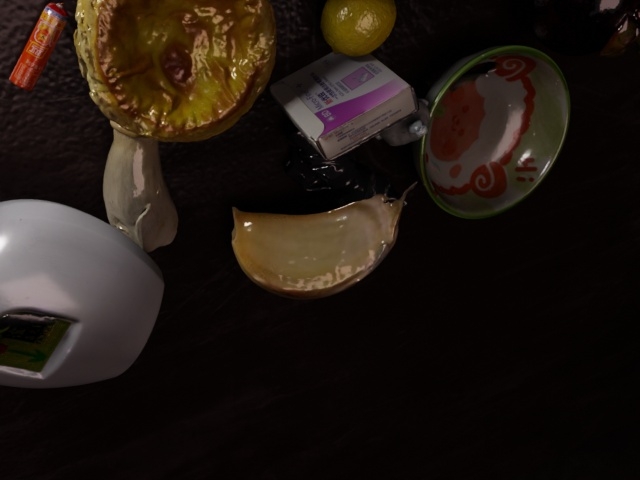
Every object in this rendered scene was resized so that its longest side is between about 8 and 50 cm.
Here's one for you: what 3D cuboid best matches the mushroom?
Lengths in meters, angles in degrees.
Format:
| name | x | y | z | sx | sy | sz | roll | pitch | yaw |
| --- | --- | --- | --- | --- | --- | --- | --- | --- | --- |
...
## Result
| name | x | y | z | sx | sy | sz | roll | pitch | yaw |
| --- | --- | --- | --- | --- | --- | --- | --- | --- | --- |
| mushroom | -0.285 | -0.087 | 1.050 | 0.108 | 0.096 | 0.246 | 1 | 122 | -2 |

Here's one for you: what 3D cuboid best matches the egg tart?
| name | x | y | z | sx | sy | sz | roll | pitch | yaw |
| --- | --- | --- | --- | --- | --- | --- | --- | --- | --- |
| egg tart | -0.201 | -0.276 | 0.937 | 0.295 | 0.116 | 0.294 | -17 | 125 | -27 |

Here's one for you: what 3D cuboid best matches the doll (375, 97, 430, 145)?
| name | x | y | z | sx | sy | sz | roll | pitch | yaw |
| --- | --- | --- | --- | --- | --- | --- | --- | --- | --- |
| doll | 0.125 | -0.200 | 1.098 | 0.102 | 0.227 | 0.075 | -39 | 116 | -1 |

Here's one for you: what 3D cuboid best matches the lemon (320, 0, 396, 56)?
| name | x | y | z | sx | sy | sz | roll | pitch | yaw |
| --- | --- | --- | --- | --- | --- | --- | --- | --- | --- |
| lemon | 0.060 | -0.344 | 1.036 | 0.109 | 0.109 | 0.133 | 29 | 112 | -39 |

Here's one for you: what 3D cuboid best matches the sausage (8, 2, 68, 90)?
| name | x | y | z | sx | sy | sz | roll | pitch | yaw |
| --- | --- | --- | --- | --- | --- | --- | --- | --- | --- |
| sausage | -0.378 | -0.266 | 0.910 | 0.034 | 0.034 | 0.129 | 23 | 110 | -38 |

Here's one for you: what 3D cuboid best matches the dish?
| name | x | y | z | sx | sy | sz | roll | pitch | yaw |
| --- | --- | --- | --- | --- | --- | --- | --- | --- | --- |
| dish | 0.295 | -0.211 | 1.252 | 0.324 | 0.124 | 0.324 | -12 | 120 | -21 |

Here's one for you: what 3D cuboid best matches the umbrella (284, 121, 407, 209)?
| name | x | y | z | sx | sy | sz | roll | pitch | yaw |
| --- | --- | --- | --- | --- | --- | --- | --- | --- | --- |
| umbrella | 0.038 | -0.118 | 1.194 | 0.272 | 0.122 | 0.110 | 36 | 58 | -37 |

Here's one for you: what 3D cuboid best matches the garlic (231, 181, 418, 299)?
| name | x | y | z | sx | sy | sz | roll | pitch | yaw |
| --- | --- | --- | --- | --- | --- | --- | --- | --- | --- |
| garlic | 0.014 | 0.009 | 1.175 | 0.339 | 0.151 | 0.196 | -7 | 132 | 12 |

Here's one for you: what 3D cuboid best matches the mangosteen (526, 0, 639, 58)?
| name | x | y | z | sx | sy | sz | roll | pitch | yaw |
| --- | --- | --- | --- | --- | --- | --- | --- | --- | --- |
| mangosteen | 0.479 | -0.398 | 1.135 | 0.250 | 0.211 | 0.211 | 32 | 107 | -6 |

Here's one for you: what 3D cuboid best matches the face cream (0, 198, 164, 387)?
| name | x | y | z | sx | sy | sz | roll | pitch | yaw |
| --- | --- | --- | --- | --- | --- | --- | --- | --- | --- |
| face cream | -0.441 | 0.079 | 1.001 | 0.357 | 0.219 | 0.312 | 23 | 116 | -34 |

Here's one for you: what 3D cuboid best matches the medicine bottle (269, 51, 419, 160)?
| name | x | y | z | sx | sy | sz | roll | pitch | yaw |
| --- | --- | --- | --- | --- | --- | --- | --- | --- | --- |
| medicine bottle | 0.031 | -0.221 | 1.049 | 0.171 | 0.201 | 0.052 | -29 | 134 | -5 |
